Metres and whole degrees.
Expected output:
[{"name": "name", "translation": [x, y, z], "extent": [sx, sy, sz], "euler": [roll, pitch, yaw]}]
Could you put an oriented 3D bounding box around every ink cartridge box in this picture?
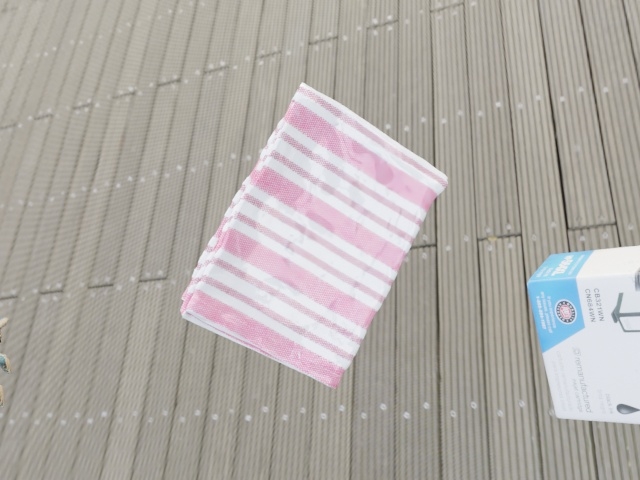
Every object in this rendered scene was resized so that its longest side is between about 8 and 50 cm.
[{"name": "ink cartridge box", "translation": [0.311, 0.083, 0.557], "extent": [0.203, 0.086, 0.148], "euler": [-9, 101, 39]}]

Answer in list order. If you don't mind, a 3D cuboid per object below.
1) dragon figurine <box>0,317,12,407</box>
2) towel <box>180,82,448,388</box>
[{"name": "dragon figurine", "translation": [-0.532, 0.185, 0.890], "extent": [0.144, 0.085, 0.289], "euler": [-7, 32, -16]}, {"name": "towel", "translation": [0.000, 0.000, 0.473], "extent": [0.197, 0.144, 0.029], "euler": [-61, 17, -2]}]
